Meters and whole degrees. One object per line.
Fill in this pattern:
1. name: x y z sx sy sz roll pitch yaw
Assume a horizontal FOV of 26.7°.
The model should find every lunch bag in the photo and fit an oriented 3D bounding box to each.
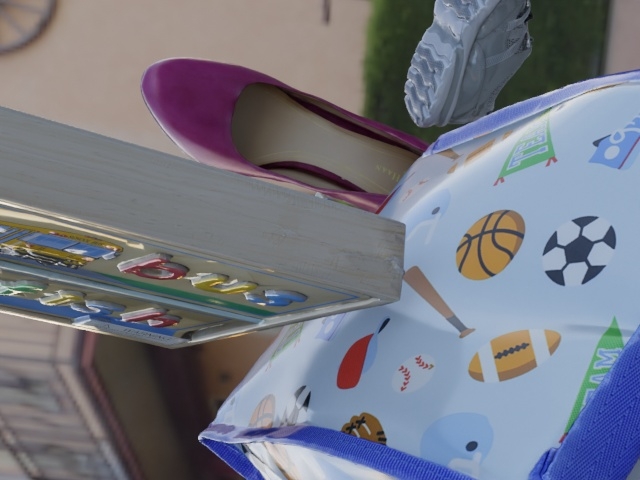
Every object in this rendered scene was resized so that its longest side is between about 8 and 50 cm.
1. lunch bag: 0.139 0.074 0.894 0.328 0.239 0.385 -54 11 -21

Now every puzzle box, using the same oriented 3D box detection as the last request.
1. puzzle box: -0.187 -0.008 0.802 0.272 0.409 0.052 -17 64 52

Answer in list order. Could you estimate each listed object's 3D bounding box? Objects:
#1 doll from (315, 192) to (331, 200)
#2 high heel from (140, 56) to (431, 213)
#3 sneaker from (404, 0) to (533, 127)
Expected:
1. doll: 0.000 0.000 1.765 0.189 0.046 0.129 -178 92 -71
2. high heel: -0.002 -0.115 1.458 0.181 0.377 0.127 -5 70 58
3. sneaker: 0.187 -0.246 1.478 0.281 0.115 0.105 -65 35 40
